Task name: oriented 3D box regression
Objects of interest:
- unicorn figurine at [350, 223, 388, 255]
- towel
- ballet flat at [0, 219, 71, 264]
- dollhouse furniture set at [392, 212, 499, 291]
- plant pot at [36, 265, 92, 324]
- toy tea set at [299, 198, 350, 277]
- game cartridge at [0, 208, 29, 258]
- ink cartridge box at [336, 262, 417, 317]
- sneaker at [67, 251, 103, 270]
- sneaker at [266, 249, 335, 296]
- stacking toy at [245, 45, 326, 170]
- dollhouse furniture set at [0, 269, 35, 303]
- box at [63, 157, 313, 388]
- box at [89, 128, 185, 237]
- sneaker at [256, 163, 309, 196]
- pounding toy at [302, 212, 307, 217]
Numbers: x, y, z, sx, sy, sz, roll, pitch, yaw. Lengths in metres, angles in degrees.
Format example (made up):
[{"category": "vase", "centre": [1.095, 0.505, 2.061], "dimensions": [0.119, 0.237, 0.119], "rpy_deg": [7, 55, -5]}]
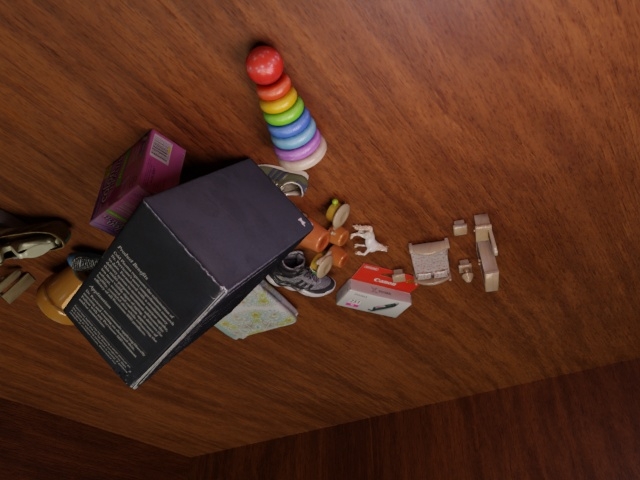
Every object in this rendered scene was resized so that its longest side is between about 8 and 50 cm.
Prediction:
[{"category": "unicorn figurine", "centre": [0.167, 0.008, 1.913], "dimensions": [0.111, 0.060, 0.161], "rpy_deg": [-9, 143, 13]}, {"category": "towel", "centre": [-0.309, 0.263, 2.244], "dimensions": [0.321, 0.090, 0.374], "rpy_deg": [-20, 139, 20]}, {"category": "ballet flat", "centre": [-0.984, 0.021, 1.794], "dimensions": [0.343, 0.124, 0.116], "rpy_deg": [-10, 128, -19]}, {"category": "dollhouse furniture set", "centre": [0.415, 0.087, 1.919], "dimensions": [0.356, 0.173, 0.303], "rpy_deg": [-10, 142, 10]}, {"category": "plant pot", "centre": [-0.895, 0.173, 2.048], "dimensions": [0.205, 0.205, 0.188], "rpy_deg": [31, 118, -34]}, {"category": "toy tea set", "centre": [0.000, 0.000, 1.850], "dimensions": [0.124, 0.200, 0.336], "rpy_deg": [30, 151, 24]}, {"category": "game cartridge", "centre": [-1.109, -0.045, 1.854], "dimensions": [0.198, 0.062, 0.297], "rpy_deg": [-30, 134, 28]}, {"category": "ink cartridge box", "centre": [0.234, 0.201, 2.179], "dimensions": [0.275, 0.060, 0.239], "rpy_deg": [15, 142, -19]}, {"category": "sneaker", "centre": [-0.800, 0.073, 2.015], "dimensions": [0.210, 0.082, 0.069], "rpy_deg": [9, 109, -37]}, {"category": "sneaker", "centre": [-0.056, 0.120, 2.029], "dimensions": [0.269, 0.101, 0.153], "rpy_deg": [14, 144, -14]}, {"category": "stacking toy", "centre": [-0.095, -0.333, 1.401], "dimensions": [0.141, 0.141, 0.330], "rpy_deg": [-10, 139, 14]}, {"category": "dollhouse furniture set", "centre": [-1.202, 0.124, 2.104], "dimensions": [0.151, 0.123, 0.144], "rpy_deg": [27, 151, 23]}, {"category": "box", "centre": [-0.342, 0.073, 1.525], "dimensions": [0.297, 0.480, 0.472], "rpy_deg": [49, 120, 1]}, {"category": "box", "centre": [-0.512, -0.152, 1.570], "dimensions": [0.243, 0.213, 0.117], "rpy_deg": [-28, 135, 34]}, {"category": "sneaker", "centre": [-0.130, -0.171, 1.650], "dimensions": [0.192, 0.086, 0.064], "rpy_deg": [5, 143, -7]}, {"category": "pounding toy", "centre": [-0.141, -0.028, 1.837], "dimensions": [0.206, 0.094, 0.181], "rpy_deg": [-14, 141, 19]}]
